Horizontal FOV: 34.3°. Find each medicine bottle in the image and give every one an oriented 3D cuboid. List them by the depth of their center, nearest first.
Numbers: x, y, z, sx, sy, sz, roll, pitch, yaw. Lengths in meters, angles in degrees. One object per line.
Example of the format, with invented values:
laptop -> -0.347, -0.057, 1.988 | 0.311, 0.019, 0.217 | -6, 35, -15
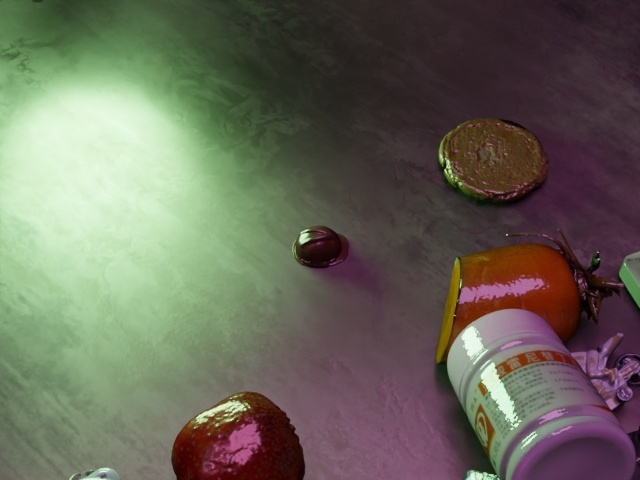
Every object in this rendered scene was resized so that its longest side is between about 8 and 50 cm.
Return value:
medicine bottle -> 0.338, 0.270, 1.638 | 0.202, 0.202, 0.316 | -12, 31, -7

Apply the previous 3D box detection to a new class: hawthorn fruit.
hawthorn fruit -> -0.153, 0.363, 1.678 | 0.253, 0.205, 0.205 | -27, 58, -9

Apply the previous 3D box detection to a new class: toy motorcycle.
toy motorcycle -> 0.463, 0.250, 1.815 | 0.229, 0.074, 0.151 | -39, 68, -13

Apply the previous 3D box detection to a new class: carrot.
carrot -> 0.357, 0.098, 1.848 | 0.331, 0.193, 0.214 | -6, 72, -2

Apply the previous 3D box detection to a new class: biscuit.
biscuit -> 0.354, -0.164, 2.128 | 0.226, 0.042, 0.226 | 0, 56, 0

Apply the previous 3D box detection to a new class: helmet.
helmet -> 0.000, 0.000, 2.010 | 0.111, 0.057, 0.089 | -5, 52, -2

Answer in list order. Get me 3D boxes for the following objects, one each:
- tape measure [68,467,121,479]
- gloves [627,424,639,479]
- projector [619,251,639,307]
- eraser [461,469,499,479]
tape measure -> -0.362, 0.469, 1.657 | 0.178, 0.105, 0.196 | -38, 64, -22
gloves -> 0.462, 0.379, 1.687 | 0.286, 0.119, 0.142 | -20, 18, 6
projector -> 0.725, 0.102, 1.908 | 0.257, 0.079, 0.259 | -17, 57, -12
eraser -> 0.233, 0.470, 1.638 | 0.124, 0.068, 0.210 | 6, 46, 49
